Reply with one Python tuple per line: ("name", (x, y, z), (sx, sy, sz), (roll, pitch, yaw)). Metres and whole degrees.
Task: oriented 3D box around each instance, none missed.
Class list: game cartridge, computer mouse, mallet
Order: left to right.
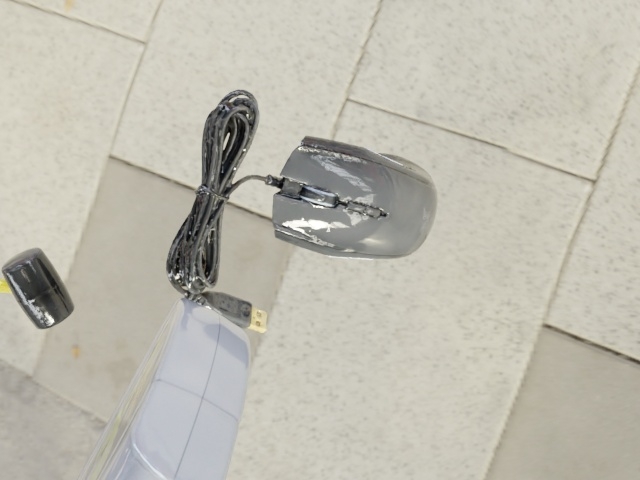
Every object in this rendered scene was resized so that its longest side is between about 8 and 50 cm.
("mallet", (-0.280, 0.030, 0.891), (0.189, 0.039, 0.062), (9, 129, 41))
("game cartridge", (-0.105, 0.136, 0.596), (0.060, 0.294, 0.196), (32, 96, -8))
("computer mouse", (0.000, 0.000, 0.877), (0.060, 0.262, 0.184), (25, 95, 51))
